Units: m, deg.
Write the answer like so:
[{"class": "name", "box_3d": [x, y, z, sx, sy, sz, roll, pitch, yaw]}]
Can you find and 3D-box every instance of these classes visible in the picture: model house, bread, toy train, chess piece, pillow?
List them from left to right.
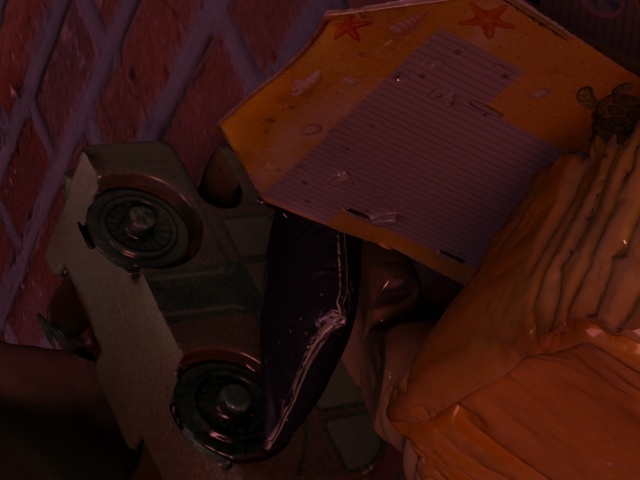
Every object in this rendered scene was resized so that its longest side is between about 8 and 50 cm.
[{"class": "toy train", "box_3d": [-0.070, 0.079, 0.997, 0.326, 0.159, 0.129, 61, 143, 32]}, {"class": "pillow", "box_3d": [0.000, 0.000, 0.865, 0.141, 0.055, 0.208, 114, 168, -51]}, {"class": "chess piece", "box_3d": [0.058, 0.081, 0.874, 0.200, 0.090, 0.090, -127, 37, -52]}, {"class": "model house", "box_3d": [0.081, -0.089, 0.720, 0.219, 0.207, 0.136, -43, 28, 55]}, {"class": "bread", "box_3d": [0.140, 0.053, 0.634, 0.179, 0.133, 0.250, 38, 152, 3]}]

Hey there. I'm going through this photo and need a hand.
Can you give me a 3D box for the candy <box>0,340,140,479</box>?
[{"class": "candy", "box_3d": [-0.153, 0.252, 1.011, 0.186, 0.386, 0.427, -41, 72, 16]}]
